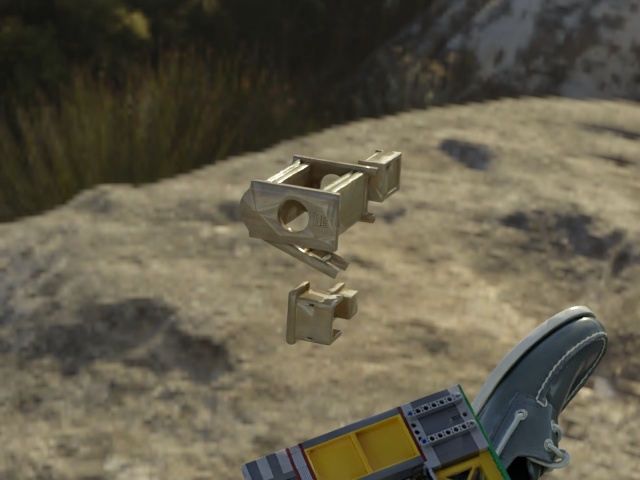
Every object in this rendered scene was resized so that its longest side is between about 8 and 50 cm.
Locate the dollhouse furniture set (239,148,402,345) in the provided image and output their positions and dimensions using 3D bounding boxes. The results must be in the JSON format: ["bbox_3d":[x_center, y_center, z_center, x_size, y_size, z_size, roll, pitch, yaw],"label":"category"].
[{"bbox_3d":[0.000,0.000,1.535,0.101,0.161,0.182,10,19,20],"label":"dollhouse furniture set"}]

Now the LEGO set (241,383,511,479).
[{"bbox_3d":[0.050,0.272,1.065,0.192,0.331,0.255,-19,61,-10],"label":"LEGO set"}]

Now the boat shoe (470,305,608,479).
[{"bbox_3d":[0.170,0.194,1.349,0.099,0.116,0.319,32,67,31],"label":"boat shoe"}]
